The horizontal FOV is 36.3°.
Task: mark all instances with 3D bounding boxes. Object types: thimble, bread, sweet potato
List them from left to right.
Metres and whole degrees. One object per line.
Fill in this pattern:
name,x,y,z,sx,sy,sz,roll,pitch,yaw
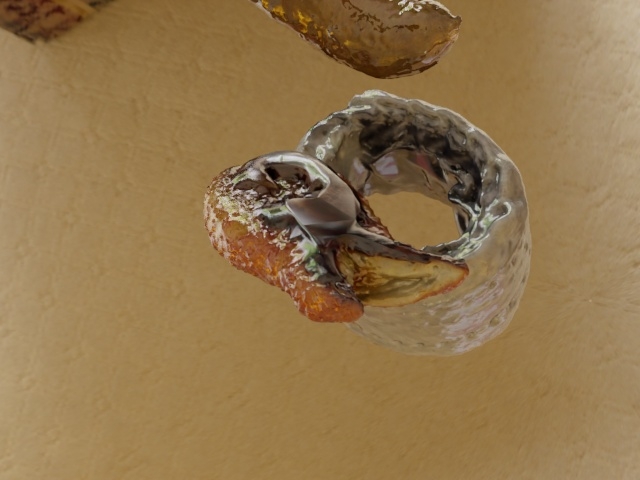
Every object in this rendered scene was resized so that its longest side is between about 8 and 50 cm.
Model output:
sweet potato,-0.051,-0.221,0.715,0.342,0.114,0.092,31,101,5
bread,-0.009,0.001,0.791,0.269,0.139,0.095,43,141,47
thimble,0.087,-0.018,0.951,0.217,0.157,0.245,-34,59,-9
